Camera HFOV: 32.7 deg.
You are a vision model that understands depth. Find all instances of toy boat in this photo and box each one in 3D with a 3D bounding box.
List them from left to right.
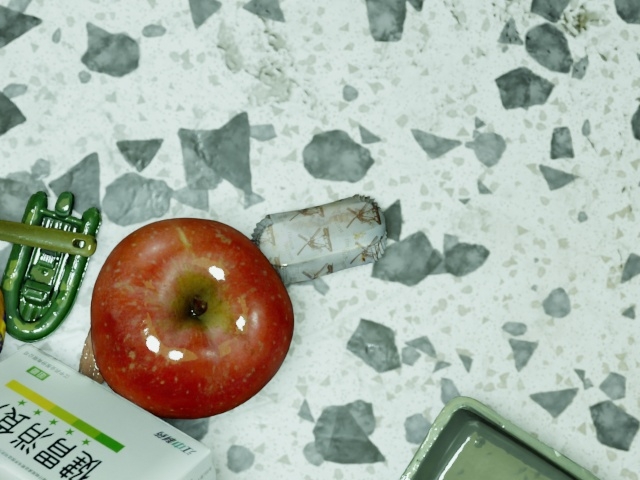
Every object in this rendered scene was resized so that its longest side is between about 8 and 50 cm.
[{"bbox_3d":[-0.369,0.035,1.470,0.104,0.052,0.210,18,83,-6],"label":"toy boat"}]

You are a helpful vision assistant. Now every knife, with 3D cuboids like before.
[{"bbox_3d":[-0.463,-0.010,1.446,0.343,0.027,0.061,11,81,8],"label":"knife"}]

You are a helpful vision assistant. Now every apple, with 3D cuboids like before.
[{"bbox_3d":[-0.163,0.100,1.397,0.260,0.216,0.260,2,78,-9],"label":"apple"}]

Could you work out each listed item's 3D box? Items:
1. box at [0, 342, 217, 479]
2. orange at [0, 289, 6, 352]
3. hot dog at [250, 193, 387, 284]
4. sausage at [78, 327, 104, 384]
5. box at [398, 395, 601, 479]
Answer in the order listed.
[{"bbox_3d":[-0.297,0.281,1.311,0.333,0.145,0.173,25,41,26],"label":"box"},{"bbox_3d":[-0.508,0.103,1.376,0.219,0.193,0.219,17,44,-17],"label":"orange"},{"bbox_3d":[0.000,0.000,1.502,0.191,0.059,0.108,-14,73,-2],"label":"hot dog"},{"bbox_3d":[-0.293,0.118,1.477,0.042,0.036,0.158,15,85,-2],"label":"sausage"},{"bbox_3d":[0.241,0.363,1.439,0.290,0.166,0.220,33,84,-1],"label":"box"}]
